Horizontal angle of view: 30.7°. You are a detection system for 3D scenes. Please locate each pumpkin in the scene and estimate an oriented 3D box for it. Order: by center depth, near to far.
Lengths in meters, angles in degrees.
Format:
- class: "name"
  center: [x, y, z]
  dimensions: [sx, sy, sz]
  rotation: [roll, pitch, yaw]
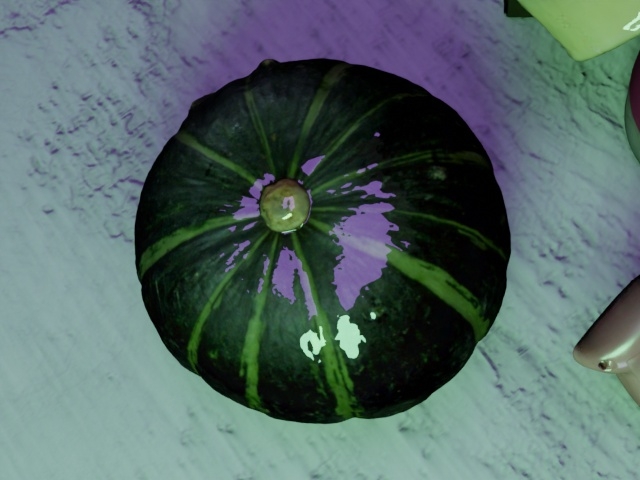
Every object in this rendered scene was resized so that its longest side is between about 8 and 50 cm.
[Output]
- class: "pumpkin"
  center: [0.000, 0.000, 0.997]
  dimensions: [0.323, 0.241, 0.323]
  rotation: [-2, 71, 7]

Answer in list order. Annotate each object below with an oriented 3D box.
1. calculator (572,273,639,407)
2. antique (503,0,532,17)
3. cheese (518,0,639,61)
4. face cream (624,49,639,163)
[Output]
- class: "calculator"
  center: [0.376, 0.041, 0.968]
  dimensions: [0.329, 0.220, 0.048]
  rotation: [-42, 33, 2]
- class: "antique"
  center: [0.289, -0.269, 1.125]
  dimensions: [0.220, 0.080, 0.081]
  rotation: [0, 73, 6]
- class: "cheese"
  center: [0.325, -0.357, 0.981]
  dimensions: [0.104, 0.384, 0.384]
  rotation: [40, 80, -20]
- class: "face cream"
  center: [0.364, -0.139, 1.023]
  dimensions: [0.175, 0.195, 0.175]
  rotation: [-2, 74, 6]
